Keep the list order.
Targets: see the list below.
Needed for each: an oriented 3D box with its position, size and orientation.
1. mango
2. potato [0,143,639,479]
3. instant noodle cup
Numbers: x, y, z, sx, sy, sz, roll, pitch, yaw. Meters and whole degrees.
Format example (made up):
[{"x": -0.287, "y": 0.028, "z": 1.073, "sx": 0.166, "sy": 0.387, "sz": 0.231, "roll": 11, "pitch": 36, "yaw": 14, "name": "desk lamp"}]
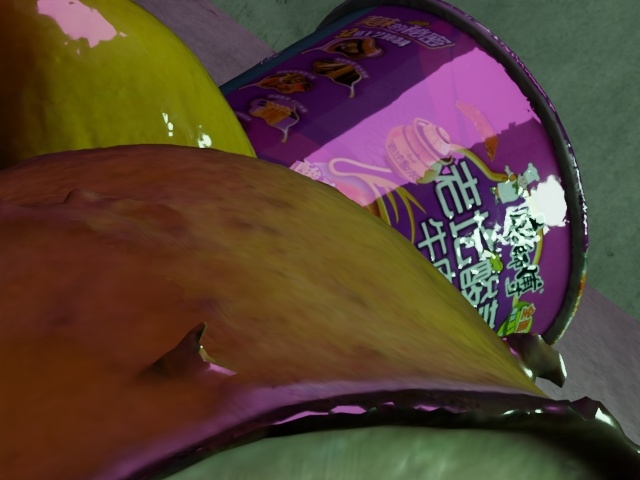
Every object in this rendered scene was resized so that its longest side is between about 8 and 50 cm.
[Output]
[{"x": -0.094, "y": 0.044, "z": 0.743, "sx": 0.195, "sy": 0.331, "sz": 0.142, "roll": -5, "pitch": 11, "yaw": -44, "name": "mango"}, {"x": -0.106, "y": 0.121, "z": 0.506, "sx": 0.296, "sy": 0.397, "sz": 0.290, "roll": 37, "pitch": -29, "yaw": 50, "name": "potato"}, {"x": 0.000, "y": 0.000, "z": 0.920, "sx": 0.190, "sy": 0.251, "sz": 0.251, "roll": -27, "pitch": 59, "yaw": -36, "name": "instant noodle cup"}]
